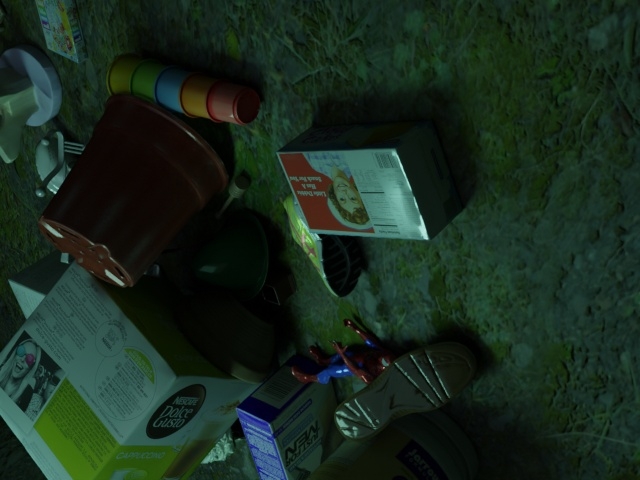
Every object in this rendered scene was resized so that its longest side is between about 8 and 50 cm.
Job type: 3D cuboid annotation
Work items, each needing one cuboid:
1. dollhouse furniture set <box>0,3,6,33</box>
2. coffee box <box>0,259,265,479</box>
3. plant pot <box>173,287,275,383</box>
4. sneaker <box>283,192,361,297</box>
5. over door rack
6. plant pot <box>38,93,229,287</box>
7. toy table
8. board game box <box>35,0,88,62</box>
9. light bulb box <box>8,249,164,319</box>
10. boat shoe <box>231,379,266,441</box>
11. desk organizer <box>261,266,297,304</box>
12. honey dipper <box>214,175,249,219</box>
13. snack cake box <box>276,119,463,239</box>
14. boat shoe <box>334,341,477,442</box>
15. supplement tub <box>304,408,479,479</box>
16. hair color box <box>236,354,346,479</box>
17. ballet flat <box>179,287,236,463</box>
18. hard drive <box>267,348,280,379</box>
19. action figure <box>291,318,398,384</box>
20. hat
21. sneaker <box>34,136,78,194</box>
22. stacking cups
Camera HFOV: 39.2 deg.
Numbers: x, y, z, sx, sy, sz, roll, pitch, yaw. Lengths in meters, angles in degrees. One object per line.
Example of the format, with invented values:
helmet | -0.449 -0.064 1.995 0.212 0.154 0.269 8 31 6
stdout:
dollhouse furniture set | -0.853 -0.516 1.850 0.286 0.303 0.198 57 147 -7
coffee box | -0.385 0.283 1.791 0.338 0.334 0.337 43 -172 25
plant pot | -0.171 0.169 1.810 0.237 0.110 0.237 39 -172 -7
sneaker | 0.000 0.000 1.538 0.094 0.081 0.208 -2 113 58
over door rack | -0.473 -0.060 1.906 0.239 0.108 0.324 13 120 22
plant pot | -0.352 -0.077 1.630 0.272 0.265 0.272 27 157 13
toy table | -0.698 -0.312 1.985 0.252 0.161 0.274 52 145 -1
board game box | -0.516 -0.438 1.774 0.103 0.026 0.154 28 139 32
light bulb box | -0.529 0.222 2.216 0.361 0.225 0.358 15 131 41
boat shoe | -0.183 0.411 2.103 0.109 0.091 0.305 47 146 8
desk organizer | -0.112 0.081 1.755 0.130 0.050 0.047 15 131 42
honey dipper | -0.172 -0.075 1.705 0.030 0.030 0.160 49 149 4
snack cake box | 0.069 -0.090 1.354 0.264 0.089 0.152 5 126 48
boat shoe | 0.147 0.246 1.526 0.285 0.089 0.104 -32 86 29
supplement tub | 0.106 0.462 1.599 0.241 0.331 0.241 31 141 28
hair color box | -0.041 0.432 1.873 0.110 0.185 0.339 17 133 38
ballet flat | -0.292 0.315 2.011 0.147 0.147 0.409 -5 100 51
hard drive | -0.146 0.252 1.977 0.135 0.022 0.094 24 137 34
action figure | 0.033 0.203 1.658 0.280 0.091 0.139 -8 124 52
hat | -0.225 0.038 1.679 0.208 0.183 0.173 -42 60 45
sneaker | -0.522 -0.122 2.027 0.297 0.111 0.129 50 131 -5
stacking cups | -0.238 -0.253 1.566 0.316 0.096 0.096 21 136 35
